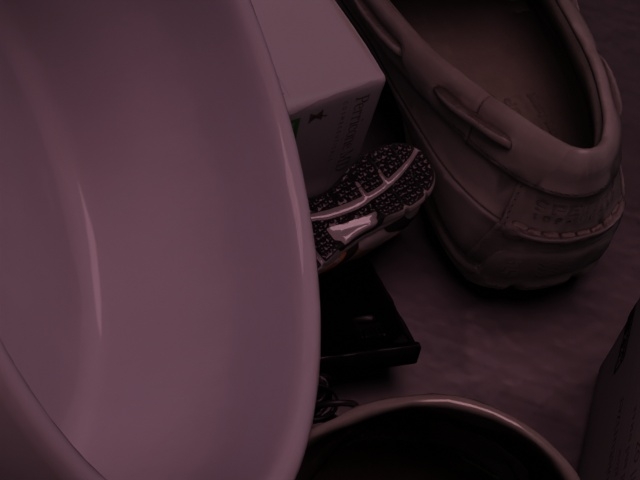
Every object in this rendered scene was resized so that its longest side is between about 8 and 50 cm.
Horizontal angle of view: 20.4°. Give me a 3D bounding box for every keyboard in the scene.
[{"bbox_3d":[-0.058,0.054,0.724,0.192,0.038,0.100,-7,34,-14],"label":"keyboard"}]

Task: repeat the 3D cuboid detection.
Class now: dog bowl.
[{"bbox_3d":[-0.101,-0.023,0.560,0.104,0.265,0.265,-15,53,20],"label":"dog bowl"}]

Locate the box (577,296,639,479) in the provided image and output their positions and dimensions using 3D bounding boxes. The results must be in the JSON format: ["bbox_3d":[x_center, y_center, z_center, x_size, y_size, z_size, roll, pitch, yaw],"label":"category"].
[{"bbox_3d":[0.192,0.116,0.667,0.182,0.119,0.181,16,55,1],"label":"box"}]

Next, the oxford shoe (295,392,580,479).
[{"bbox_3d":[-0.015,0.228,0.549,0.169,0.130,0.449,20,56,1],"label":"oxford shoe"}]

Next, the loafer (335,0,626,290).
[{"bbox_3d":[0.057,-0.129,0.812,0.112,0.111,0.319,-14,60,-20],"label":"loafer"}]

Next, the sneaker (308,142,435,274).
[{"bbox_3d":[0.000,0.000,0.750,0.109,0.044,0.040,-25,67,-15],"label":"sneaker"}]

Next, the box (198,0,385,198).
[{"bbox_3d":[-0.041,-0.063,0.756,0.087,0.101,0.102,-22,65,-24],"label":"box"}]
